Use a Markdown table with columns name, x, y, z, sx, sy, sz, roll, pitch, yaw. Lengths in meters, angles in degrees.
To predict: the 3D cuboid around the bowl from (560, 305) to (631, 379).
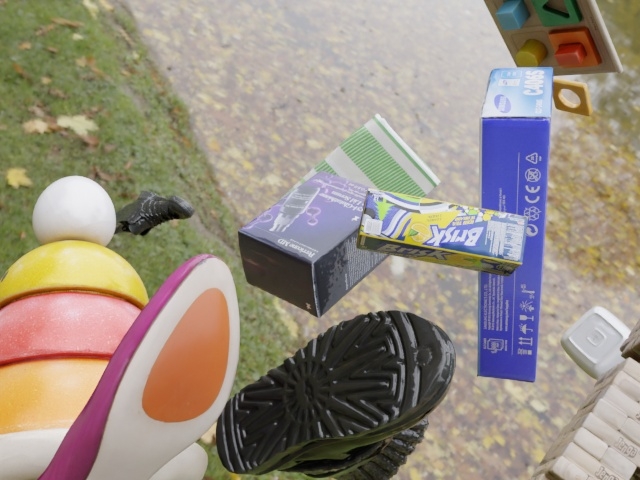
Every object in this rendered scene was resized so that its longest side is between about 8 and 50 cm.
| name | x | y | z | sx | sy | sz | roll | pitch | yaw |
| --- | --- | --- | --- | --- | --- | --- | --- | --- | --- |
| bowl | 0.628 | 0.228 | 1.734 | 0.142 | 0.142 | 0.053 | 50 | 6 | 34 |

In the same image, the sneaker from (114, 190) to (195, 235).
| name | x | y | z | sx | sy | sz | roll | pitch | yaw |
| --- | --- | --- | --- | --- | --- | --- | --- | --- | --- |
| sneaker | -0.303 | -0.039 | 1.358 | 0.170 | 0.051 | 0.089 | 13 | 59 | 39 |

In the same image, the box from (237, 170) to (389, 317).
| name | x | y | z | sx | sy | sz | roll | pitch | yaw |
| --- | --- | --- | --- | --- | --- | --- | --- | --- | --- |
| box | 0.000 | 0.000 | 1.185 | 0.153 | 0.108 | 0.207 | 22 | 45 | 33 |

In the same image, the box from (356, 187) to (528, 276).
| name | x | y | z | sx | sy | sz | roll | pitch | yaw |
| --- | --- | --- | --- | --- | --- | --- | --- | --- | --- |
| box | 0.125 | -0.008 | 0.805 | 0.169 | 0.059 | 0.054 | 11 | 74 | 3 |

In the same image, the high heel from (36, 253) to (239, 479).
| name | x | y | z | sx | sy | sz | roll | pitch | yaw |
| --- | --- | --- | --- | --- | --- | --- | --- | --- | --- |
| high heel | -0.207 | 0.174 | 0.715 | 0.181 | 0.377 | 0.127 | 19 | -8 | 45 |

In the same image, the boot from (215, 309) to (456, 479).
| name | x | y | z | sx | sy | sz | roll | pitch | yaw |
| --- | --- | --- | --- | --- | --- | --- | --- | --- | --- |
| boot | 0.071 | 0.206 | 0.937 | 0.260 | 0.348 | 0.131 | 23 | 49 | -42 |

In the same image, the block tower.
| name | x | y | z | sx | sy | sz | roll | pitch | yaw |
| --- | --- | --- | --- | --- | --- | --- | --- | --- | --- |
| block tower | 0.336 | 0.137 | 0.752 | 0.097 | 0.091 | 0.335 | 36 | 73 | 14 |

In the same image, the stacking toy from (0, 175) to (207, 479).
| name | x | y | z | sx | sy | sz | roll | pitch | yaw |
| --- | --- | --- | --- | --- | --- | --- | --- | --- | --- |
| stacking toy | -0.344 | 0.126 | 1.051 | 0.351 | 0.350 | 0.479 | 9 | 56 | -29 |

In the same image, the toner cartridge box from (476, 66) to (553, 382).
| name | x | y | z | sx | sy | sz | roll | pitch | yaw |
| --- | --- | --- | --- | --- | --- | --- | --- | --- | --- |
| toner cartridge box | 0.233 | -0.016 | 0.924 | 0.075 | 0.347 | 0.165 | 3 | 30 | 15 |

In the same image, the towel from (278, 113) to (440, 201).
| name | x | y | z | sx | sy | sz | roll | pitch | yaw |
| --- | --- | --- | --- | --- | --- | --- | --- | --- | --- |
| towel | 0.099 | -0.121 | 1.891 | 0.248 | 0.325 | 0.038 | 46 | 11 | -12 |

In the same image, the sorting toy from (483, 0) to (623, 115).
| name | x | y | z | sx | sy | sz | roll | pitch | yaw |
| --- | --- | --- | --- | --- | --- | --- | --- | --- | --- |
| sorting toy | 0.323 | -0.303 | 1.111 | 0.196 | 0.047 | 0.347 | 17 | -29 | 54 |
